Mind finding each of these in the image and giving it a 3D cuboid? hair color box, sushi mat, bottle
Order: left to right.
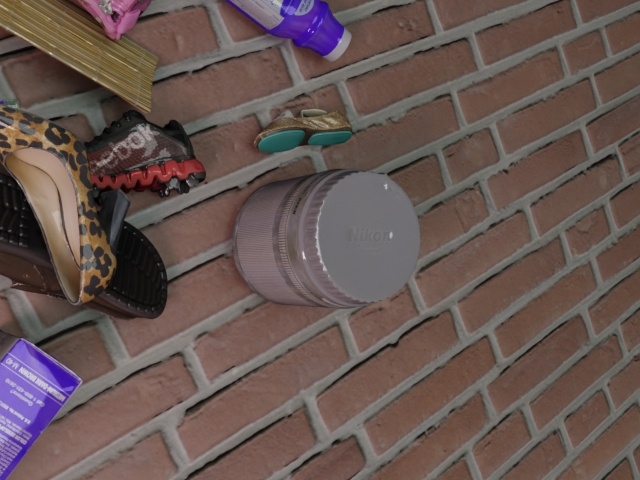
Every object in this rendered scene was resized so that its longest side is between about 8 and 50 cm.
[{"bbox_3d":[-0.471,0.279,0.908,0.110,0.185,0.338,43,66,-24],"label":"hair color box"},{"bbox_3d":[-0.381,-0.310,1.051,0.317,0.019,0.151,29,38,-29],"label":"sushi mat"},{"bbox_3d":[-0.070,-0.420,1.259,0.283,0.092,0.118,32,70,-28],"label":"bottle"}]

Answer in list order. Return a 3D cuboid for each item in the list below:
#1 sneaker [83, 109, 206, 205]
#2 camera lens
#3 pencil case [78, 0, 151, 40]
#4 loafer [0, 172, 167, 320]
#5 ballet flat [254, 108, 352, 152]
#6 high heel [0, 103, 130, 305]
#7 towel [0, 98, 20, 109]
[{"bbox_3d":[-0.315,-0.125,1.084,0.276,0.098,0.135,-11,87,-30],"label":"sneaker"},{"bbox_3d":[0.000,0.000,1.175,0.220,0.274,0.219,2,87,-33],"label":"camera lens"},{"bbox_3d":[-0.400,-0.458,1.006,0.386,0.167,0.160,36,86,-26],"label":"pencil case"},{"bbox_3d":[-0.377,0.017,1.032,0.366,0.130,0.133,36,45,-40],"label":"loafer"},{"bbox_3d":[-0.038,-0.202,1.296,0.206,0.073,0.067,-9,65,-36],"label":"ballet flat"},{"bbox_3d":[-0.349,-0.045,0.901,0.261,0.093,0.186,45,38,-40],"label":"high heel"},{"bbox_3d":[-0.472,-0.172,1.034,0.083,0.009,0.060,-10,92,-33],"label":"towel"}]
